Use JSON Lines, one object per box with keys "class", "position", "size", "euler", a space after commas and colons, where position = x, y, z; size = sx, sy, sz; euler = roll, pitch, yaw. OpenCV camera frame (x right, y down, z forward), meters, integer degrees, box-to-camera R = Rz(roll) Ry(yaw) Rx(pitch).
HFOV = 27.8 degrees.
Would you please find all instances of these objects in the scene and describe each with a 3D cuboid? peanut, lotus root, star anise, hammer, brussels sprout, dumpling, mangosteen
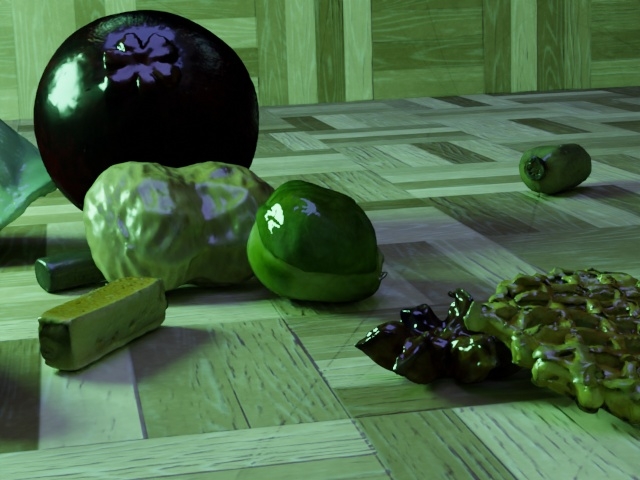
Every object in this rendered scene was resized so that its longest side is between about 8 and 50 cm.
{"class": "peanut", "position": [-0.160, -0.022, 1.520], "size": [0.233, 0.110, 0.197], "euler": [-3, 46, -22]}
{"class": "lotus root", "position": [0.368, -0.113, 2.055], "size": [0.090, 0.077, 0.183], "euler": [-3, 6, 33]}
{"class": "star anise", "position": [0.115, 0.093, 1.148], "size": [0.167, 0.057, 0.168], "euler": [-4, 22, 1]}
{"class": "hammer", "position": [-0.152, 0.009, 1.641], "size": [0.439, 0.044, 0.168], "euler": [-11, 13, -35]}
{"class": "brussels sprout", "position": [-0.008, 0.000, 1.431], "size": [0.145, 0.131, 0.183], "euler": [0, 15, -16]}
{"class": "dumpling", "position": [-0.529, -0.070, 1.764], "size": [0.320, 0.270, 0.211], "euler": [-23, -23, 29]}
{"class": "mangosteen", "position": [-0.232, -0.139, 1.743], "size": [0.306, 0.307, 0.347], "euler": [-4, -30, -8]}

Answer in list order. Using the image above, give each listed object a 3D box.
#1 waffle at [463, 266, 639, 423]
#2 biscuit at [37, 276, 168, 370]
{"class": "waffle", "position": [0.260, 0.083, 1.093], "size": [0.245, 0.052, 0.254], "euler": [22, 24, 32]}
{"class": "biscuit", "position": [-0.210, 0.079, 1.269], "size": [0.052, 0.056, 0.188], "euler": [5, 12, 22]}
